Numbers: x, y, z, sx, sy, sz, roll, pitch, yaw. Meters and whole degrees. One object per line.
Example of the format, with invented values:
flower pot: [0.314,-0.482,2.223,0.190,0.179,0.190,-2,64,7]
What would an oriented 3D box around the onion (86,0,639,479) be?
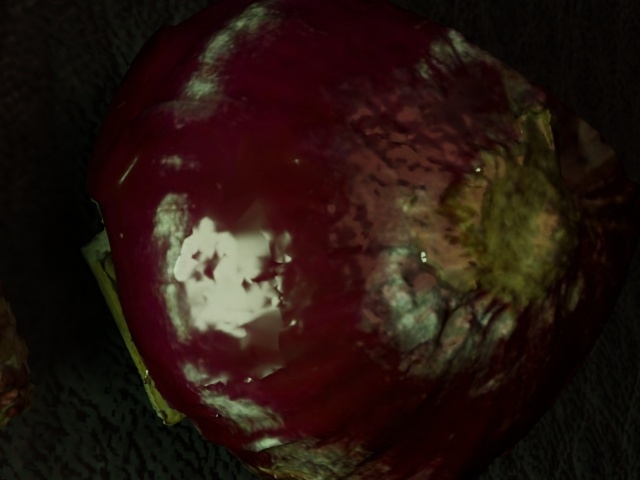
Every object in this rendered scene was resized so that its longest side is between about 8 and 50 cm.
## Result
onion: [-0.003,0.004,0.461,0.206,0.216,0.207,33,73,-27]

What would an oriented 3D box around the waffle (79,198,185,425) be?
waffle: [-0.077,0.021,0.543,0.092,0.021,0.135,-30,101,-34]

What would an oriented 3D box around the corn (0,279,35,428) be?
corn: [-0.198,-0.020,0.436,0.079,0.079,0.237,-31,107,-34]
